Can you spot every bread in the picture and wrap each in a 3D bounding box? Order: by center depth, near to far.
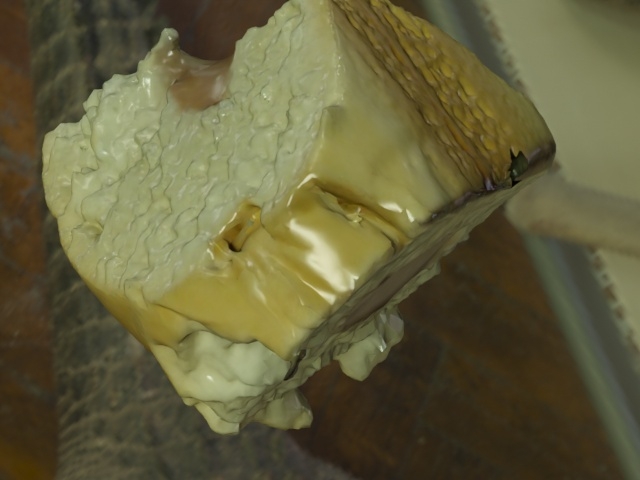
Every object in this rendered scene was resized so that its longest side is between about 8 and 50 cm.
[{"bbox_3d":[0.009,0.008,0.792,0.224,0.183,0.211,32,26,-30],"label":"bread"}]
